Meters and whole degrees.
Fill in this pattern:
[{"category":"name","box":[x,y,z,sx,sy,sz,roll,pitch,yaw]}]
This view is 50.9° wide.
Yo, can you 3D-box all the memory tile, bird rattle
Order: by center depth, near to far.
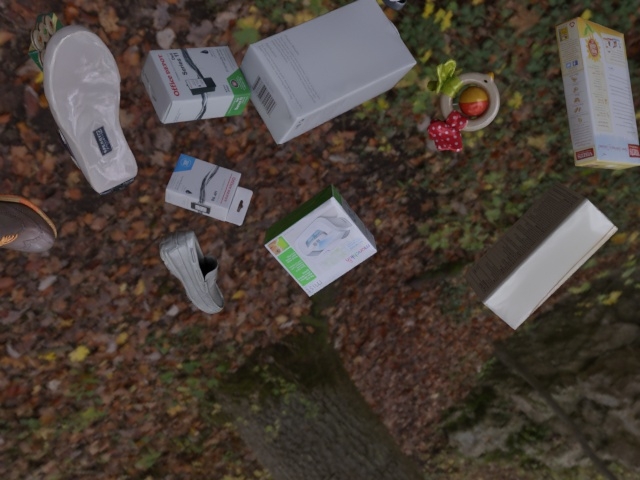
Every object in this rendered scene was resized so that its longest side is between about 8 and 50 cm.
[{"category":"memory tile","box":[-0.506,-0.342,1.276,0.012,0.113,0.148,-7,127,2]},{"category":"bird rattle","box":[0.394,-0.377,1.877,0.207,0.253,0.143,-5,179,15]}]

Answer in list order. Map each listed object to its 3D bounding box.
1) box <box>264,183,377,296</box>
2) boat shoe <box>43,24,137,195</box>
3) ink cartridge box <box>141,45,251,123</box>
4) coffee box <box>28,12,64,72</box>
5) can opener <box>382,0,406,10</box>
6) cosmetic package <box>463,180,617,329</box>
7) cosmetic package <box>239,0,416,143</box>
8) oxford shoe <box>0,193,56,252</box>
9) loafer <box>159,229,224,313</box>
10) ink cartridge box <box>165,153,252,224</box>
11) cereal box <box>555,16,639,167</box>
[{"category":"box","box":[0.000,0.000,2.068,0.262,0.231,0.126,-34,-160,13]},{"category":"boat shoe","box":[-0.424,-0.239,1.166,0.127,0.158,0.340,-32,148,-28]},{"category":"ink cartridge box","box":[-0.291,-0.366,1.571,0.209,0.153,0.087,-16,161,-34]},{"category":"coffee box","box":[-0.538,-0.371,1.415,0.041,0.113,0.184,-7,149,9]},{"category":"can opener","box":[0.078,-0.603,1.424,0.076,0.283,0.095,-42,176,-24]},{"category":"cosmetic package","box":[0.482,0.030,1.501,0.309,0.113,0.160,-48,-164,12]},{"category":"cosmetic package","box":[0.016,-0.423,1.653,0.385,0.217,0.156,-29,175,-27]},{"category":"oxford shoe","box":[-0.653,-0.021,1.323,0.130,0.132,0.364,-39,155,8]},{"category":"loafer","box":[-0.328,0.091,1.844,0.112,0.112,0.319,-18,138,7]},{"category":"ink cartridge box","box":[-0.246,-0.114,1.515,0.060,0.180,0.104,118,-11,-60]},{"category":"cereal box","box":[0.473,-0.242,1.138,0.173,0.240,0.047,-2,175,-43]}]
